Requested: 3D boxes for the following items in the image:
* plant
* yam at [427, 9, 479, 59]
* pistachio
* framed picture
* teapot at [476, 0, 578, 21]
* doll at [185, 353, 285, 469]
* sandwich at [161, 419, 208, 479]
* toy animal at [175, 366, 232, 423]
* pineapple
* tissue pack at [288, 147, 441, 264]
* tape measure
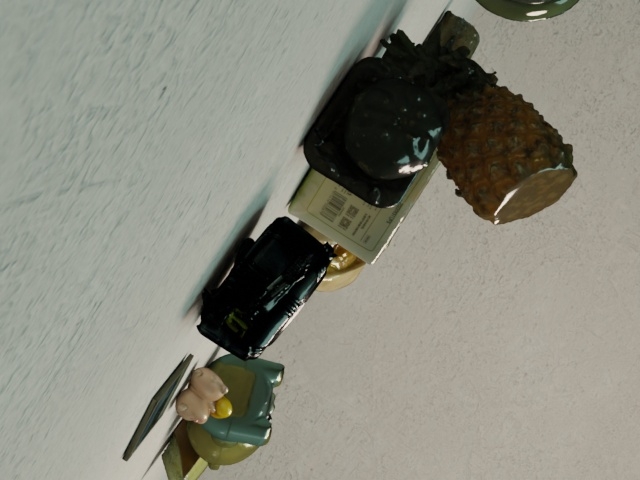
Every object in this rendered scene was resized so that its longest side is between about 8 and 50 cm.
[{"bbox_3d":[0.065,-0.131,1.426,0.164,0.142,0.256,-57,-172,-12],"label":"plant"},{"bbox_3d":[0.227,-0.335,2.322,0.259,0.106,0.106,-57,177,-7],"label":"yam"},{"bbox_3d":[0.006,0.020,2.147,0.157,0.157,0.229,-58,171,14],"label":"pistachio"},{"bbox_3d":[-0.231,0.238,1.627,0.149,0.011,0.109,-59,177,39],"label":"framed picture"},{"bbox_3d":[0.265,-0.414,1.477,0.270,0.200,0.337,-24,174,-1],"label":"teapot"},{"bbox_3d":[-0.167,0.321,2.132,0.261,0.161,0.177,113,-12,-64],"label":"doll"},{"bbox_3d":[-0.250,0.402,2.315,0.258,0.096,0.094,-51,167,-54],"label":"sandwich"},{"bbox_3d":[-0.195,0.266,1.869,0.082,0.091,0.114,-39,169,-31],"label":"toy animal"},{"bbox_3d":[0.191,-0.181,1.527,0.169,0.340,0.169,-26,154,-14],"label":"pineapple"},{"bbox_3d":[0.079,-0.105,1.691,0.234,0.159,0.125,-59,177,23],"label":"tissue pack"},{"bbox_3d":[-0.071,0.058,1.427,0.186,0.112,0.199,-50,-178,-6],"label":"tape measure"}]
